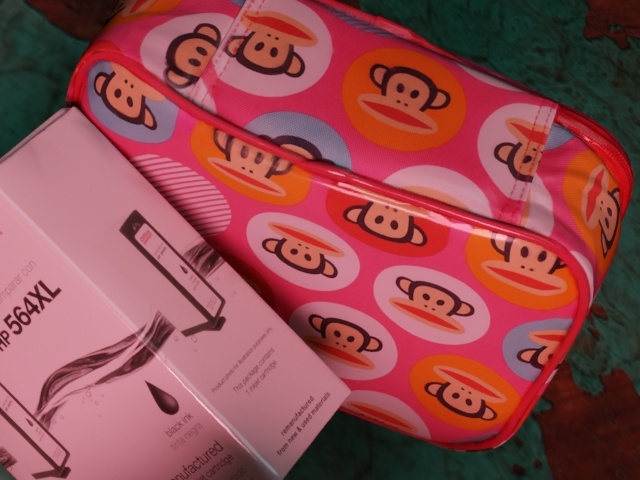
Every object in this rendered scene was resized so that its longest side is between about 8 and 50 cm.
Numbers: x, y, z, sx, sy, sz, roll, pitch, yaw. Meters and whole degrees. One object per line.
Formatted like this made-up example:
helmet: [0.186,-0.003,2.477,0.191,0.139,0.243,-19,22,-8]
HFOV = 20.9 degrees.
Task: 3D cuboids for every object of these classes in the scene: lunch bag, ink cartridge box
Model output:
lunch bag: [0.000,0.000,0.936,0.293,0.258,0.120,24,52,3]
ink cartridge box: [-0.111,0.058,0.873,0.203,0.148,0.086,45,41,-3]
